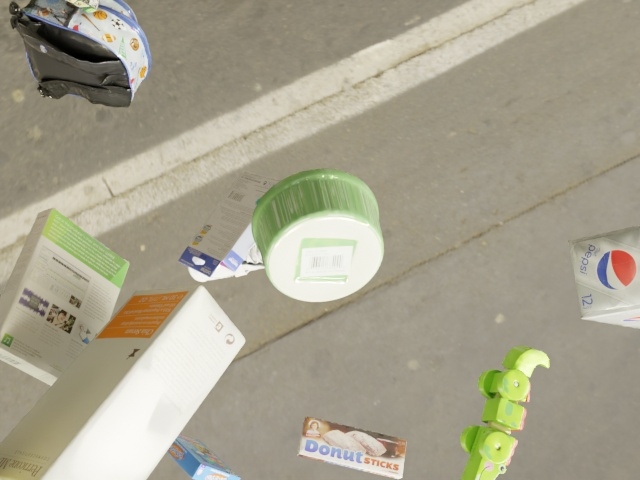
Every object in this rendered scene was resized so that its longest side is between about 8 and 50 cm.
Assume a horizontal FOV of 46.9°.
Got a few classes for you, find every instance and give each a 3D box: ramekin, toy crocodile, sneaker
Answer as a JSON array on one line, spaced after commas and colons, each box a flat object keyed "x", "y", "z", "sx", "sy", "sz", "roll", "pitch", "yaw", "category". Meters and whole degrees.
[{"x": 0.000, "y": 0.000, "z": 1.690, "sx": 0.304, "sy": 0.148, "sz": 0.303, "roll": -6, "pitch": 131, "yaw": -7, "category": "ramekin"}, {"x": 0.383, "y": 0.377, "z": 1.560, "sx": 0.105, "sy": 0.115, "sz": 0.340, "roll": 26, "pitch": 73, "yaw": -10, "category": "toy crocodile"}, {"x": -0.185, "y": 0.027, "z": 1.990, "sx": 0.366, "sy": 0.210, "sz": 0.137, "roll": -21, "pitch": 104, "yaw": -5, "category": "sneaker"}]

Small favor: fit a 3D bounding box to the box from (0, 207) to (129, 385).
[{"x": -0.537, "y": 0.126, "z": 1.529, "sx": 0.059, "sy": 0.321, "sz": 0.232, "roll": -11, "pitch": 141, "yaw": 32, "category": "box"}]

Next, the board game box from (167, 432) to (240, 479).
[{"x": -0.337, "y": 0.594, "z": 2.014, "sx": 0.160, "sy": 0.210, "sz": 0.047, "roll": 38, "pitch": 81, "yaw": -43, "category": "board game box"}]

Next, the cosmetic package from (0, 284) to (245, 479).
[{"x": -0.368, "y": 0.294, "z": 1.352, "sx": 0.161, "sy": 0.230, "sz": 0.453, "roll": 56, "pitch": 48, "yaw": -26, "category": "cosmetic package"}]

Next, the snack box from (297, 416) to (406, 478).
[{"x": 0.054, "y": 0.345, "z": 1.230, "sx": 0.178, "sy": 0.022, "sz": 0.064, "roll": 15, "pitch": 63, "yaw": -7, "category": "snack box"}]

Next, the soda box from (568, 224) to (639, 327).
[{"x": 0.413, "y": 0.054, "z": 0.935, "sx": 0.286, "sy": 0.091, "sz": 0.098, "roll": 14, "pitch": 67, "yaw": -50, "category": "soda box"}]

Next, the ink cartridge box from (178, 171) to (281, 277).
[{"x": -0.229, "y": -0.036, "z": 1.949, "sx": 0.311, "sy": 0.186, "sz": 0.065, "roll": -53, "pitch": 129, "yaw": -14, "category": "ink cartridge box"}]

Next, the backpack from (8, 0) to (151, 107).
[{"x": -0.511, "y": -0.424, "z": 1.645, "sx": 0.264, "sy": 0.276, "sz": 0.213, "roll": 26, "pitch": 65, "yaw": 7, "category": "backpack"}]

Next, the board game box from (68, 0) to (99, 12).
[{"x": -0.402, "y": -0.430, "z": 1.001, "sx": 0.260, "sy": 0.030, "sz": 0.136, "roll": 19, "pitch": 73, "yaw": -52, "category": "board game box"}]
